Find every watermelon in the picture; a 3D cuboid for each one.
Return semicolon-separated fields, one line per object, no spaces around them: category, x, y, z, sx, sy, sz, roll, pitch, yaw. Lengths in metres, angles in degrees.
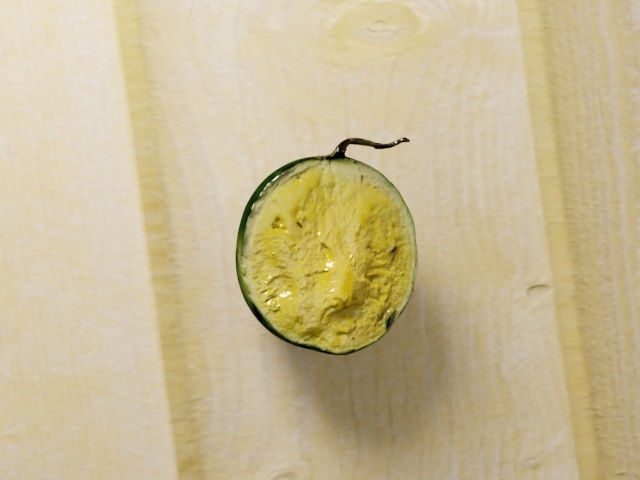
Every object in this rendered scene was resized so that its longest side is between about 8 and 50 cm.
watermelon;-0.002;0.008;1.085;0.204;0.127;0.232;-5;91;-20
